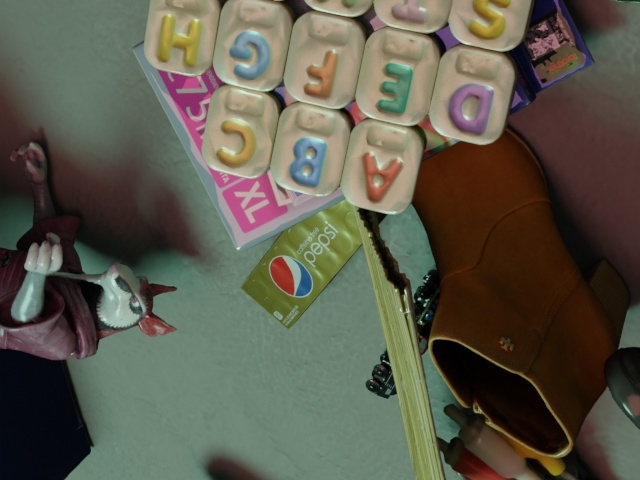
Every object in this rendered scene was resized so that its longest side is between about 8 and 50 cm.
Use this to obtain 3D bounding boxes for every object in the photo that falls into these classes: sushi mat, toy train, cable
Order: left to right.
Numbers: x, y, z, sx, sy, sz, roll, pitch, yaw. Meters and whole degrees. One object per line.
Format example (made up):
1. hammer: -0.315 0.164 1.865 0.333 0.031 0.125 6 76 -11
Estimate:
1. sushi mat: 0.076 0.123 1.205 0.019 0.151 0.316 -15 123 -2
2. toy train: 0.084 0.089 1.327 0.036 0.027 0.158 29 129 5
3. cable: 0.222 0.239 1.313 0.287 0.072 0.139 39 133 3

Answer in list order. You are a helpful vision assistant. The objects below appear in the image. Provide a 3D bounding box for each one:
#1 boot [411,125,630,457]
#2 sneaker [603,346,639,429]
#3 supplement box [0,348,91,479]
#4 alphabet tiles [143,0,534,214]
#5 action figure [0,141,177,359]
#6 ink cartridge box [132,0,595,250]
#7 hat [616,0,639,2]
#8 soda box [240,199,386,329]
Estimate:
1. boot: 0.121 0.017 1.144 0.295 0.211 0.104 44 128 -2
2. sneaker: 0.367 0.104 1.116 0.281 0.106 0.162 22 120 -19
3. supplement box: -0.464 0.186 1.575 0.357 0.195 0.194 3 119 26
4. alphabet tiles: 0.010 -0.168 1.072 0.284 0.021 0.278 14 105 11
5. action figure: -0.319 0.062 1.364 0.370 0.248 0.275 12 111 -2
6. ink cartridge box: 0.030 -0.140 1.117 0.311 0.065 0.185 -27 93 15
7. hat: 0.191 -0.228 0.974 0.173 0.183 0.208 23 127 15
8. soda box: 0.000 0.000 1.284 0.061 0.058 0.181 41 136 2
